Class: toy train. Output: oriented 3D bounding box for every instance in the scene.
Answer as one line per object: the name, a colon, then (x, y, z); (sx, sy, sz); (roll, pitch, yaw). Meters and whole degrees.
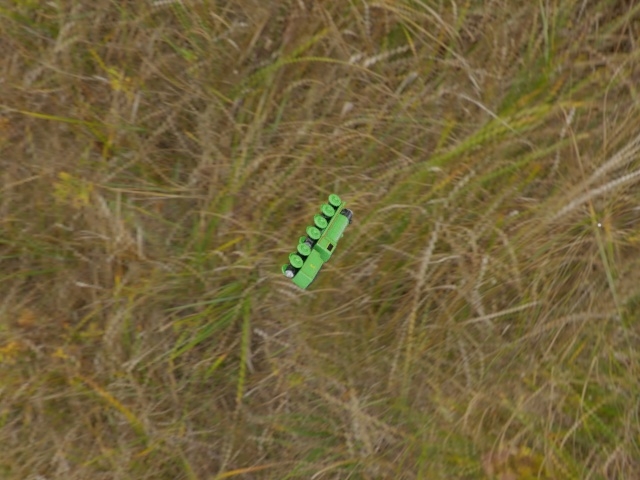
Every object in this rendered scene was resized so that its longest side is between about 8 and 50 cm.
toy train: (0.000, 0.000, 0.739); (0.024, 0.083, 0.017); (37, 135, -5)
